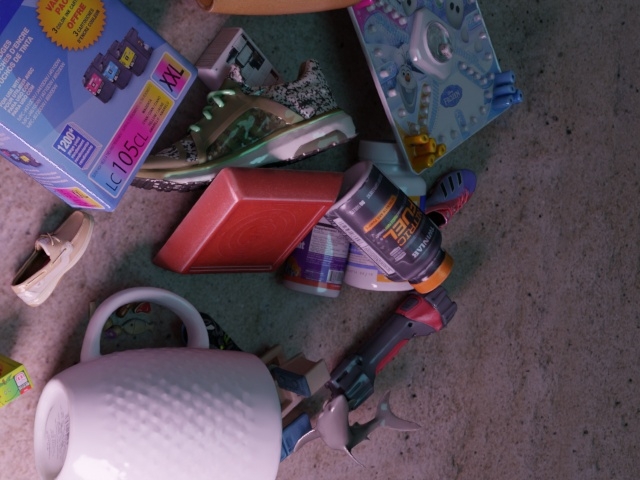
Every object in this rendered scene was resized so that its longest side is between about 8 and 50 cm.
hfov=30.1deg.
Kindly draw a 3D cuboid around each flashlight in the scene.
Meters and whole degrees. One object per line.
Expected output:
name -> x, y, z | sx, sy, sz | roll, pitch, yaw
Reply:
flashlight -> 0.140, 0.210, 2.343 | 0.103, 0.103, 0.304 | 41, 68, 9

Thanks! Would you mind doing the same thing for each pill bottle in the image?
pill bottle -> 0.124, -0.016, 2.092 | 0.245, 0.130, 0.130 | 43, 69, -18
pill bottle -> 0.120, -0.051, 2.232 | 0.152, 0.152, 0.272 | -4, 102, -41
pill bottle -> 0.000, 0.000, 2.165 | 0.108, 0.108, 0.193 | 11, 91, -42

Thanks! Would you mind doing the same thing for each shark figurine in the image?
shark figurine -> 0.068, 0.371, 2.219 | 0.166, 0.116, 0.278 | -50, 152, 13

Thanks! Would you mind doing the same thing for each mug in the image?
mug -> -0.270, 0.257, 1.888 | 0.328, 0.276, 0.374 | 7, 73, -32

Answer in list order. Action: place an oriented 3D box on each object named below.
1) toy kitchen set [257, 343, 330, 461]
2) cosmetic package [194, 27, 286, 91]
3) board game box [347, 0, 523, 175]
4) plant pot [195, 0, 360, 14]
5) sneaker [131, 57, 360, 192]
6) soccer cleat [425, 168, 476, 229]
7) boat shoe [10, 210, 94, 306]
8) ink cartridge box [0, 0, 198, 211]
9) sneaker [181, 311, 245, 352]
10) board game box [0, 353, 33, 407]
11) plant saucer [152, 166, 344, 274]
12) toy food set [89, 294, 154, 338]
toy kitchen set -> -0.054, 0.311, 2.137 | 0.122, 0.166, 0.207 | -36, 120, -32
cosmetic package -> -0.109, -0.249, 2.052 | 0.239, 0.060, 0.099 | 47, 68, -37
board game box -> 0.221, -0.371, 2.232 | 0.390, 0.050, 0.390 | -36, 110, -45
plant pot -> -0.086, -0.465, 1.940 | 0.254, 0.237, 0.237 | -21, 113, -22
sneaker -> -0.149, -0.192, 1.954 | 0.410, 0.158, 0.182 | -17, 90, -18
soccer cleat -> 0.244, -0.065, 2.377 | 0.248, 0.095, 0.083 | -34, 119, -32
boat shoe -> -0.413, 0.020, 1.832 | 0.059, 0.063, 0.170 | 46, 69, -43
ink cartridge box -> -0.407, -0.258, 1.705 | 0.395, 0.151, 0.270 | 39, 68, -31
sneaker -> -0.171, 0.188, 2.069 | 0.067, 0.078, 0.188 | -55, 128, -20
board game box -> -0.526, 0.237, 1.754 | 0.181, 0.092, 0.043 | -34, 118, -32
plant saucer -> -0.112, -0.021, 1.990 | 0.259, 0.258, 0.048 | -1, 54, -42
toy food set -> -0.323, 0.123, 1.961 | 0.122, 0.019, 0.078 | -6, 102, -41
